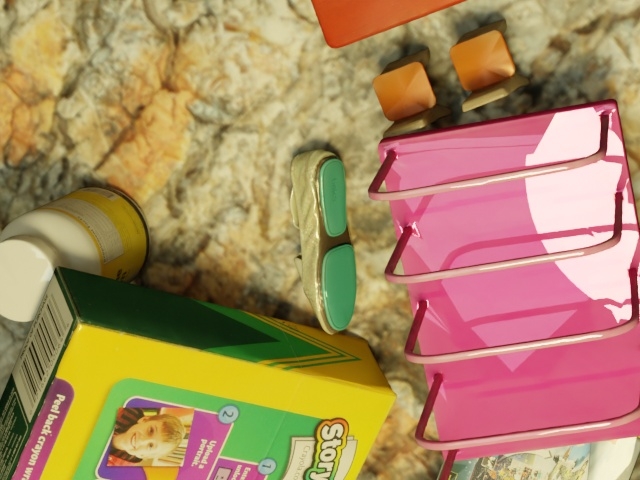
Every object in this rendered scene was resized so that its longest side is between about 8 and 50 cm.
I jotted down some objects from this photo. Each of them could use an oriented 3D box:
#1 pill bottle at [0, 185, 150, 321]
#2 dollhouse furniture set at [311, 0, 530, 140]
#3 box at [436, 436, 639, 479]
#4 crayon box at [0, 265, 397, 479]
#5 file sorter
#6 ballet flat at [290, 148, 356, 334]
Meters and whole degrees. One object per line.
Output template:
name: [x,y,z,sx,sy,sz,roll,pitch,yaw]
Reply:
pill bottle: [-0.233,0.015,1.767,0.103,0.184,0.103,4,104,18]
dollhouse furniture set: [0.108,-0.239,1.618,0.259,0.135,0.262,-19,96,22]
box: [0.197,0.186,1.720,0.159,0.044,0.233,21,99,12]
crayon box: [-0.148,0.230,1.746,0.313,0.106,0.363,15,112,-27]
file sorter: [0.161,0.060,1.573,0.202,0.182,0.291,-9,104,13]
ballet flat: [0.000,0.000,1.764,0.052,0.057,0.168,5,101,42]
